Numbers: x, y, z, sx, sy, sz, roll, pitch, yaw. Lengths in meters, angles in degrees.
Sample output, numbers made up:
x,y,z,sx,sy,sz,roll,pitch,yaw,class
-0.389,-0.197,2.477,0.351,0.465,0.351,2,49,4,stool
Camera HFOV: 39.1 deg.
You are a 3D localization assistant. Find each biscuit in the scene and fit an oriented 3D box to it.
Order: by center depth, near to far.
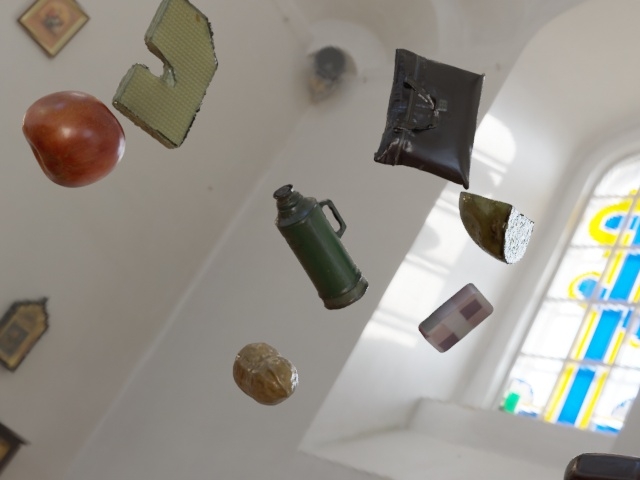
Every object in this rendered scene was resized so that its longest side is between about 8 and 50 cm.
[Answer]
x,y,z,sx,sy,sz,roll,pitch,yaw,class
-0.260,-0.297,1.573,0.046,0.250,0.147,-2,-29,47,biscuit

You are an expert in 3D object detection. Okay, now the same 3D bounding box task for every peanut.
x,y,z,sx,sy,sz,roll,pitch,yaw,class
-0.102,0.239,1.618,0.108,0.095,0.226,60,-14,-12,peanut

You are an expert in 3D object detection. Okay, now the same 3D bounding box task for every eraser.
x,y,z,sx,sy,sz,roll,pitch,yaw,class
0.198,0.114,1.313,0.065,0.105,0.026,42,8,-44,eraser

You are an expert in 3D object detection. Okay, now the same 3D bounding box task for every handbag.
x,y,z,sx,sy,sz,roll,pitch,yaw,class
0.223,-0.247,1.817,0.211,0.254,0.088,14,-12,-16,handbag

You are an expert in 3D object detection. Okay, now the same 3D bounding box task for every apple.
x,y,z,sx,sy,sz,roll,pitch,yaw,class
-0.391,-0.164,1.443,0.163,0.139,0.163,52,-19,26,apple

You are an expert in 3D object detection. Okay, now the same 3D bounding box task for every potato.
x,y,z,sx,sy,sz,roll,pitch,yaw,class
0.239,-0.023,1.346,0.120,0.081,0.149,22,1,27,potato

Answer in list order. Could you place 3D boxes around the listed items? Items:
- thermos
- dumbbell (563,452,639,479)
x,y,z,sx,sy,sz,roll,pitch,yaw,class
-0.002,0.003,1.266,0.083,0.073,0.188,-27,-66,12,thermos
0.284,0.330,0.878,0.140,0.225,0.124,-6,-43,45,dumbbell
